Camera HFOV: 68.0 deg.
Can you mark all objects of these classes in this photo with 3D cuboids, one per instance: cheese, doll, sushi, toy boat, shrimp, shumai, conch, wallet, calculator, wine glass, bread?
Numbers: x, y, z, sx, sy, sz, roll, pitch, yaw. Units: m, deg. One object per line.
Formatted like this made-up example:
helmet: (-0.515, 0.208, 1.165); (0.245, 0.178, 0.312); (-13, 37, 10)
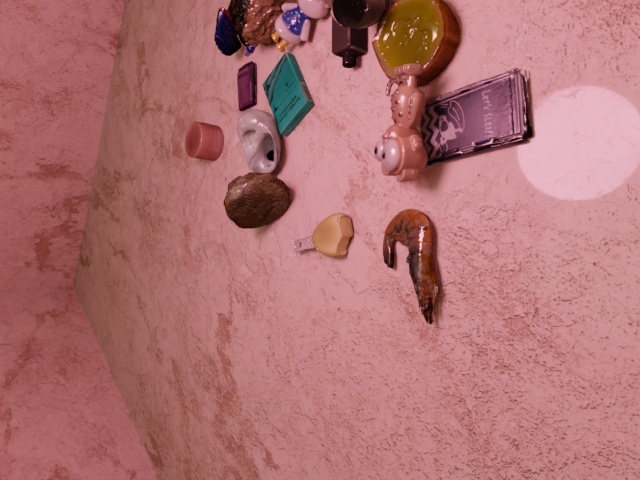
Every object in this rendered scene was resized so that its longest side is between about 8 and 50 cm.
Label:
cheese: (0.000, 0.000, 1.457); (0.255, 0.050, 0.127); (-18, 77, 48)
doll: (-0.054, -0.715, 1.487); (0.293, 0.119, 0.138); (-34, 85, 45)
sushi: (-0.175, -0.809, 1.564); (0.350, 0.211, 0.171); (-52, 58, 41)
toy boat: (-0.307, -0.836, 1.725); (0.072, 0.219, 0.318); (22, 105, 7)
shrimp: (0.224, 0.067, 1.207); (0.169, 0.058, 0.296); (-18, 72, 54)
doll: (0.199, -0.281, 1.150); (0.154, 0.119, 0.278); (-168, 78, -73)
shumai: (-0.233, -0.179, 1.607); (0.272, 0.222, 0.204); (-46, 52, 47)
conch: (-0.200, -0.340, 1.628); (0.185, 0.121, 0.221); (26, 132, 54)
wallet: (-0.283, -0.583, 1.800); (0.111, 0.030, 0.166); (-4, 87, 47)
calculator: (0.345, -0.279, 1.096); (0.274, 0.028, 0.166); (-8, 83, 47)
wine glass: (0.110, -0.612, 1.230); (0.111, 0.204, 0.111); (13, 122, 21)
bread: (0.234, -0.504, 1.195); (0.236, 0.070, 0.236); (1, 91, 48)

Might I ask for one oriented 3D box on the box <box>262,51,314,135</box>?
box: (-0.114, -0.495, 1.601); (0.161, 0.042, 0.226); (-40, 61, 39)

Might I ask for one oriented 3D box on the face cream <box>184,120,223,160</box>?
face cream: (-0.482, -0.411, 1.962); (0.149, 0.104, 0.149); (-2, 88, 48)

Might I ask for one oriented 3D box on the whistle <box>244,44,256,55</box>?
whistle: (-0.263, -0.724, 1.780); (0.083, 0.033, 0.029); (-40, 64, 41)

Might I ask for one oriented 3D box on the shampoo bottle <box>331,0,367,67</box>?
shampoo bottle: (0.082, -0.622, 1.359); (0.079, 0.080, 0.246); (-1, 88, 50)
